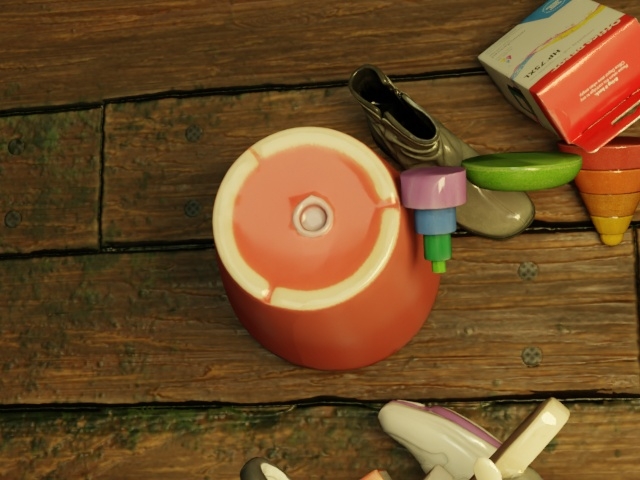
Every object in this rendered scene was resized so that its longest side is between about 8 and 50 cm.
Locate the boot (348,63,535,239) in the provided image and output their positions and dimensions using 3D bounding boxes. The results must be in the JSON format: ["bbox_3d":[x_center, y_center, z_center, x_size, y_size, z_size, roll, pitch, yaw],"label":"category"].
[{"bbox_3d":[0.134,-0.096,1.299,0.246,0.161,0.083,39,90,17],"label":"boot"}]

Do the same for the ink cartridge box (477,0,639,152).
[{"bbox_3d":[0.284,-0.192,1.255,0.134,0.231,0.078,-39,115,3],"label":"ink cartridge box"}]

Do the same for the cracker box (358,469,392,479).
[{"bbox_3d":[0.067,0.396,1.265,0.156,0.067,0.232,-34,73,5],"label":"cracker box"}]

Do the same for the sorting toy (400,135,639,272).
[{"bbox_3d":[0.236,-0.034,1.222,0.127,0.366,0.126,11,109,52],"label":"sorting toy"}]

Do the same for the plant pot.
[{"bbox_3d":[0.000,0.000,1.256,0.275,0.243,0.274,-1,78,6],"label":"plant pot"}]

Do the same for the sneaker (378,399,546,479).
[{"bbox_3d":[0.174,0.293,1.236,0.305,0.114,0.152,36,87,17],"label":"sneaker"}]

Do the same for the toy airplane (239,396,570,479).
[{"bbox_3d":[0.061,0.344,1.048,0.384,0.386,0.272,-28,57,-30],"label":"toy airplane"}]
